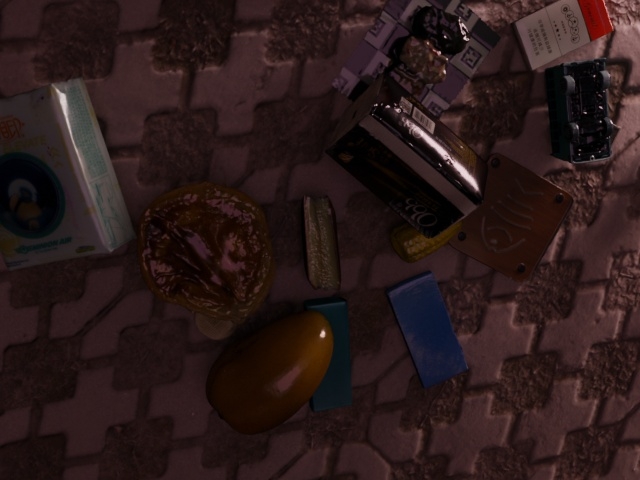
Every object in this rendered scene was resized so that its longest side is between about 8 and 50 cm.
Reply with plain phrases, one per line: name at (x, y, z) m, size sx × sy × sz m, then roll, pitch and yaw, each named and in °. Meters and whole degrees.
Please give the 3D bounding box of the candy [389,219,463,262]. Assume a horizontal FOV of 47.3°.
candy at (0.288, -0.018, 1.930) m, size 0.198 × 0.094 × 0.106 m, roll -25°, pitch 101°, yaw -10°

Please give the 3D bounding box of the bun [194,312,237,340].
bun at (-0.266, 0.199, 1.888) m, size 0.115 × 0.069 × 0.115 m, roll 5°, pitch 114°, yaw 11°

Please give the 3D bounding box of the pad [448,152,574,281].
pad at (0.519, -0.057, 2.002) m, size 0.286 × 0.018 × 0.284 m, roll 26°, pitch 97°, yaw -14°

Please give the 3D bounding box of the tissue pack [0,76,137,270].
tissue pack at (-0.623, -0.145, 1.665) m, size 0.287 × 0.162 × 0.388 m, roll -10°, pitch 105°, yaw 15°

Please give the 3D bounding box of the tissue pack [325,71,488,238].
tissue pack at (0.214, -0.208, 1.783) m, size 0.370 × 0.210 × 0.198 m, roll 39°, pitch 135°, yaw -16°

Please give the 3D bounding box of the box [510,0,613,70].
box at (0.627, -0.553, 1.895) m, size 0.245 × 0.035 × 0.139 m, roll -28°, pitch 106°, yaw -3°

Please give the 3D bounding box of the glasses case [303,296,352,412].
glasses case at (0.018, 0.304, 1.969) m, size 0.117 × 0.070 × 0.301 m, roll -6°, pitch 102°, yaw -15°

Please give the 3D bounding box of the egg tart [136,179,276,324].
egg tart at (-0.274, 0.014, 1.800) m, size 0.351 × 0.153 × 0.340 m, roll 11°, pitch 100°, yaw -12°

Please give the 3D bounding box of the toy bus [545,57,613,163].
toy bus at (0.667, -0.332, 1.896) m, size 0.128 × 0.147 × 0.256 m, roll -9°, pitch 99°, yaw -7°

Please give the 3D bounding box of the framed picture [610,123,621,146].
framed picture at (0.771, -0.296, 1.996) m, size 0.089 × 0.007 × 0.066 m, roll 23°, pitch 98°, yaw -14°

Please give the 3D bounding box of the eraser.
eraser at (0.293, 0.246, 2.015) m, size 0.144 × 0.042 × 0.312 m, roll -24°, pitch 106°, yaw -3°

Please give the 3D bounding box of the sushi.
sushi at (0.253, -0.450, 1.816) m, size 0.296 × 0.100 × 0.373 m, roll 36°, pitch 94°, yaw -16°

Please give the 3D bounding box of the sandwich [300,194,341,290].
sandwich at (0.000, 0.000, 1.880) m, size 0.094 × 0.096 × 0.258 m, roll -5°, pitch 105°, yaw -3°

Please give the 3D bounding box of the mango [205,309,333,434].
mango at (-0.120, 0.327, 1.836) m, size 0.378 × 0.264 × 0.221 m, roll -41°, pitch 116°, yaw 9°
